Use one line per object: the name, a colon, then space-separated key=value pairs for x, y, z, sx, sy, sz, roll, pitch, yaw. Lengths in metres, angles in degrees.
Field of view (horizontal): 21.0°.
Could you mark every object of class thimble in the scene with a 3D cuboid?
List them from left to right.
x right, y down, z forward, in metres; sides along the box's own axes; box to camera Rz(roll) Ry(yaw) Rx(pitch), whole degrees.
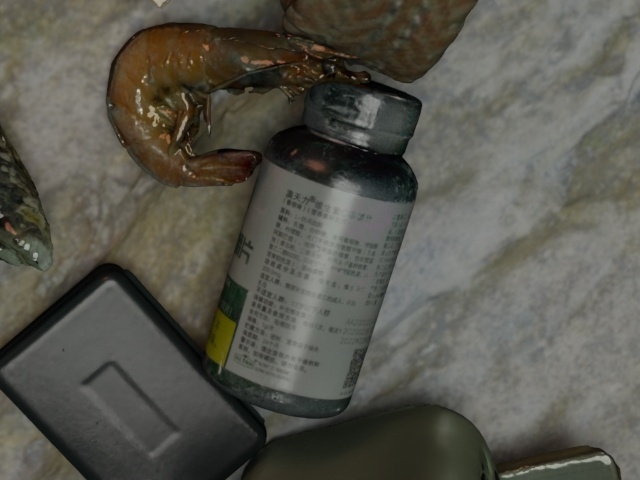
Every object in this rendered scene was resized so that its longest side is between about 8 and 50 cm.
thimble: x=0.064 y=-0.265 z=1.451 sx=0.148 sy=0.196 sz=0.229 roll=20 pitch=130 yaw=-11

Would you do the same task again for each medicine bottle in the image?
medicine bottle: x=0.000 y=0.000 z=1.529 sx=0.141 sy=0.141 sz=0.293 roll=16 pitch=101 yaw=-14

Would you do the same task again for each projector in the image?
projector: x=0.049 y=0.319 z=1.535 sx=0.248 sy=0.249 sz=0.249 roll=-16 pitch=106 yaw=12

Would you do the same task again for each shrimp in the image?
shrimp: x=-0.073 y=-0.117 z=1.482 sx=0.251 sy=0.052 sz=0.144 roll=1 pitch=98 yaw=29

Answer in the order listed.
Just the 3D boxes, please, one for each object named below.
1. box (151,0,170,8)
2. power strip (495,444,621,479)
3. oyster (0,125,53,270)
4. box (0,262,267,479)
box: x=-0.120 y=-0.328 z=1.451 sx=0.212 sy=0.095 sz=0.168 roll=-44 pitch=104 yaw=2
power strip: x=0.201 y=0.294 z=1.679 sx=0.213 sy=0.064 sz=0.198 roll=-12 pitch=106 yaw=8
oyster: x=-0.360 y=-0.090 z=1.448 sx=0.351 sy=0.158 sz=0.162 roll=38 pitch=130 yaw=-4
box: x=-0.173 y=0.147 z=1.581 sx=0.160 sy=0.050 sz=0.230 roll=-40 pitch=107 yaw=2
